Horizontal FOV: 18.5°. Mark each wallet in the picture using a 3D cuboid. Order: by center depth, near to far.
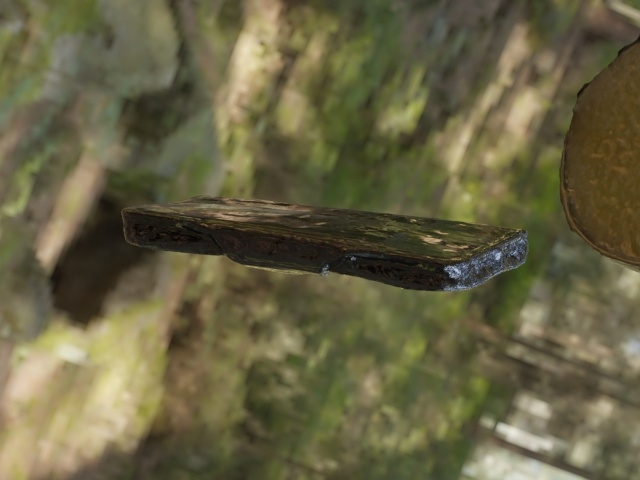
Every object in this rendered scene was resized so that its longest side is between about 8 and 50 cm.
[{"bbox_3d":[0.000,0.000,1.589,0.165,0.309,0.042,-22,117,-62],"label":"wallet"}]

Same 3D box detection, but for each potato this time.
[{"bbox_3d":[0.237,-0.054,1.164,0.200,0.081,0.164,-15,-116,45],"label":"potato"}]
